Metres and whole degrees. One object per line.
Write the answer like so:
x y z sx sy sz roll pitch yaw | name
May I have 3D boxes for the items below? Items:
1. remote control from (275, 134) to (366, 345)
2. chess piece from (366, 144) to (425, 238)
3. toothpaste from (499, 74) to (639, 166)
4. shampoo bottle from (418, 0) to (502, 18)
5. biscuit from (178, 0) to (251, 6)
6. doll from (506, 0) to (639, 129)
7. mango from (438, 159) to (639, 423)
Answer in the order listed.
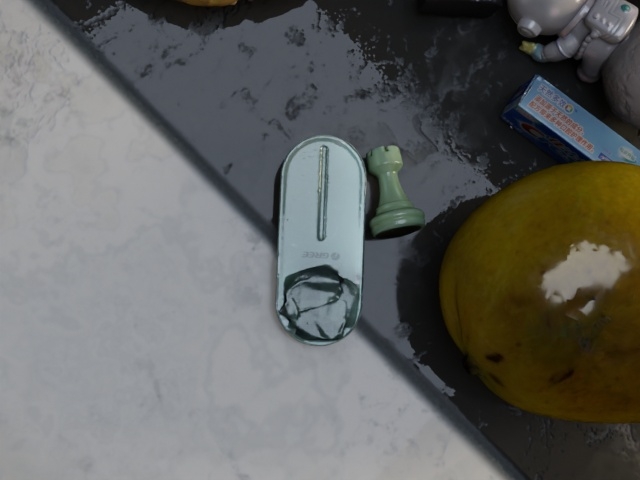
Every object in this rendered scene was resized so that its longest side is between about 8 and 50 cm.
0.000 0.000 1.126 0.104 0.052 0.247 4 85 -7 | remote control
0.083 -0.059 1.141 0.067 0.067 0.103 -9 78 -9 | chess piece
0.349 -0.098 1.180 0.272 0.066 0.053 36 80 -5 | toothpaste
0.171 -0.434 1.178 0.098 0.071 0.309 2 85 -8 | shampoo bottle
-0.133 -0.497 1.120 0.429 0.104 0.446 20 82 -7 | biscuit
0.345 -0.250 1.158 0.287 0.151 0.151 35 81 -1 | doll
0.358 0.056 1.083 0.445 0.220 0.301 -5 101 -8 | mango
